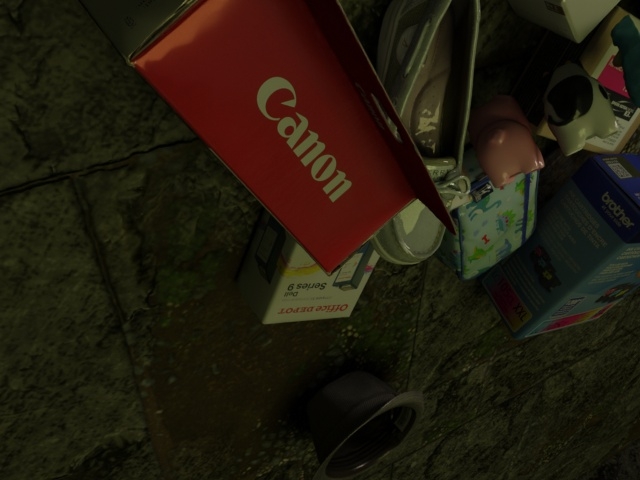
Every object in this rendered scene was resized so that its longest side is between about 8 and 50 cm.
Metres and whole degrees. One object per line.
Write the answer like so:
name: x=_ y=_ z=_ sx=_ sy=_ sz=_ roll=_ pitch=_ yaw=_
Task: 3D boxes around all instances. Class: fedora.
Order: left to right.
fedora: x=0.060 y=0.322 z=1.103 sx=0.275 sy=0.124 sz=0.244 roll=12 pitch=120 yaw=-52

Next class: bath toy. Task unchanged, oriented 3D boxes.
bath toy: x=0.249 y=-0.145 z=0.787 sx=0.348 sy=0.129 sz=0.151 roll=-27 pitch=176 yaw=21

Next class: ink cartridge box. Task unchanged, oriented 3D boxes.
ink cartridge box: x=-0.043 y=-0.115 z=0.539 sx=0.130 sy=0.272 sz=0.309 roll=-41 pitch=138 yaw=0
ink cartridge box: x=0.000 y=0.000 z=0.807 sx=0.154 sy=0.093 sz=0.212 roll=2 pitch=125 yaw=-39
ink cartridge box: x=0.411 y=-0.238 z=0.912 sx=0.234 sy=0.088 sz=0.193 roll=4 pitch=124 yaw=-38
ink cartridge box: x=0.499 y=-0.009 z=1.058 sx=0.269 sy=0.151 sz=0.395 roll=-7 pitch=143 yaw=-33

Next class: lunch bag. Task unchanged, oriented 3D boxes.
lunch bag: x=0.261 y=-0.052 z=0.962 sx=0.176 sy=0.090 sz=0.219 roll=-32 pitch=139 yaw=-15

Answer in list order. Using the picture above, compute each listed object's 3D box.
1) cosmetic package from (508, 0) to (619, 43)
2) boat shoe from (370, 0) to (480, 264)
cosmetic package: x=0.339 y=-0.363 z=0.729 sx=0.231 sy=0.117 sz=0.085 roll=-47 pitch=137 yaw=9
boat shoe: x=0.117 y=-0.127 z=0.690 sx=0.118 sy=0.103 sz=0.321 roll=5 pitch=97 yaw=-25
